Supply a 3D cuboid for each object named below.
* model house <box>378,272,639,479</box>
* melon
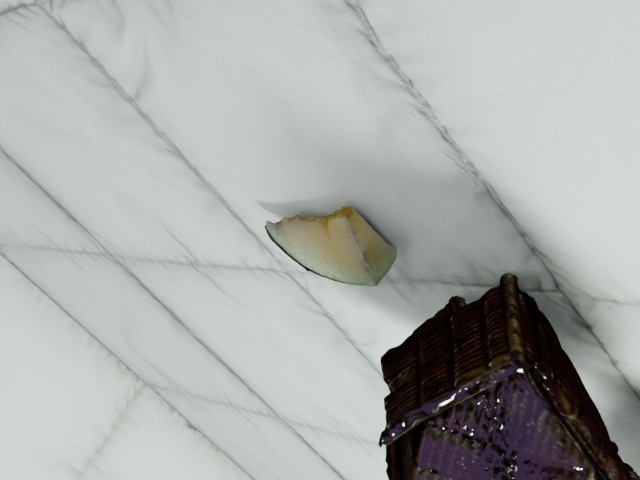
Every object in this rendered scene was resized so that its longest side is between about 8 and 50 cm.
[{"bbox_3d":[0.212,0.177,1.225,0.297,0.317,0.282,5,111,5],"label":"model house"},{"bbox_3d":[0.006,0.006,1.344,0.098,0.054,0.182,51,151,-21],"label":"melon"}]
